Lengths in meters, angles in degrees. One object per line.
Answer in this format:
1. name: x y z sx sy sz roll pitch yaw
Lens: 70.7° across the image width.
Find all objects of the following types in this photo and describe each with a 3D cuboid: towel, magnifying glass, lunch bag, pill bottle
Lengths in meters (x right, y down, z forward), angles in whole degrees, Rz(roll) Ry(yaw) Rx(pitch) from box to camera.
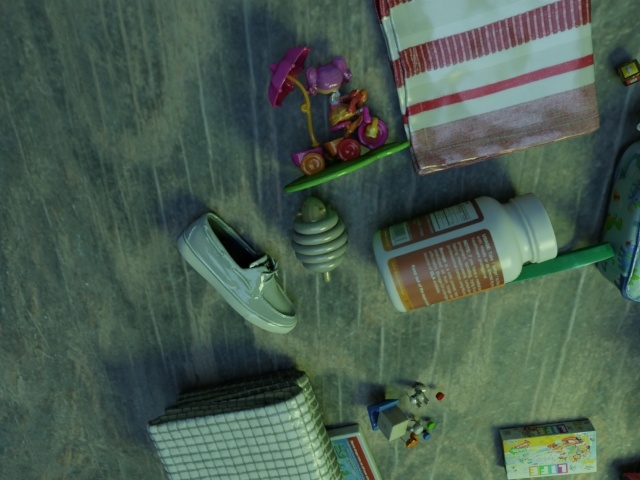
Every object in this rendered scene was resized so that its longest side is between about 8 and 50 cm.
1. towel: -0.126 0.364 0.796 0.284 0.121 0.234 -14 105 10
2. magnifying glass: 0.290 0.048 0.648 0.231 0.092 0.026 -19 83 25
3. towel: 0.194 -0.256 0.534 0.237 0.037 0.328 -14 113 11
4. lunch bag: 0.478 -0.028 0.585 0.176 0.090 0.218 -3 116 4
5. pill bottle: 0.190 0.013 0.612 0.216 0.121 0.121 -18 112 14

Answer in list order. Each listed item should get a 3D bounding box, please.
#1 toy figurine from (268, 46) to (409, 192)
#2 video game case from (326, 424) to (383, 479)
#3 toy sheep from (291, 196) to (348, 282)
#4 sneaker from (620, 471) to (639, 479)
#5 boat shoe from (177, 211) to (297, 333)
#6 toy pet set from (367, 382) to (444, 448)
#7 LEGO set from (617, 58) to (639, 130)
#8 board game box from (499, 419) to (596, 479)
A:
1. toy figurine: 0.007 -0.164 0.563 0.173 0.130 0.159 -21 102 -1
2. video game case: -0.028 0.471 0.900 0.286 0.025 0.203 -16 112 13
3. toy sheep: 0.000 0.000 0.643 0.091 0.091 0.132 -12 113 11
4. sneaker: 0.657 0.532 0.810 0.112 0.120 0.299 -26 109 14
5. boat shoe: -0.110 0.049 0.681 0.227 0.079 0.081 43 116 -11
6. toy pet set: 0.145 0.308 0.801 0.114 0.065 0.122 -9 123 -29
7. LEGO set: 0.448 -0.163 0.463 0.182 0.060 0.244 -54 55 22
8. board game box: 0.410 0.379 0.813 0.154 0.026 0.103 -12 114 11
